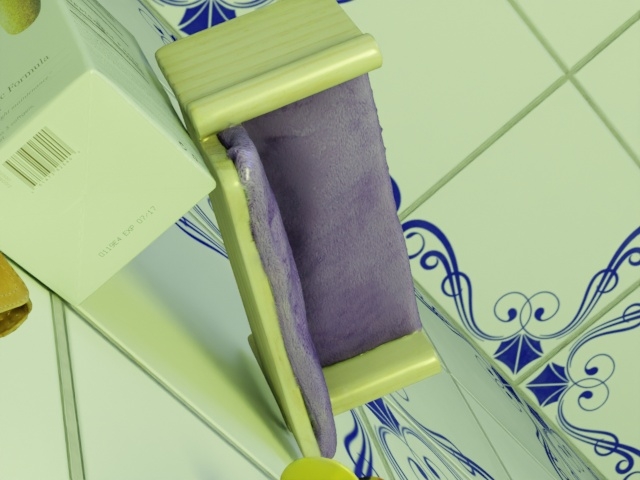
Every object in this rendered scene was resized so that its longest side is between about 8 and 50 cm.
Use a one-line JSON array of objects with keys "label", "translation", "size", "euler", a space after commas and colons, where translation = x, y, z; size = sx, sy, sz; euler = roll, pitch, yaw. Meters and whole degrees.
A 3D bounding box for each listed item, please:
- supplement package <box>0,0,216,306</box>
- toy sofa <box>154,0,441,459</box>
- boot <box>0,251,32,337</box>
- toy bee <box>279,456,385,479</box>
[{"label": "supplement package", "translation": [-0.197, -0.095, 1.003], "size": [0.134, 0.139, 0.244], "euler": [44, 8, -39]}, {"label": "toy sofa", "translation": [0.000, 0.000, 1.111], "size": [0.177, 0.150, 0.362], "euler": [-122, -167, -47]}, {"label": "boot", "translation": [-0.236, -0.037, 0.639], "size": [0.211, 0.104, 0.295], "euler": [51, 4, 11]}, {"label": "toy bee", "translation": [0.065, 0.226, 0.857], "size": [0.195, 0.162, 0.298], "euler": [46, 8, -37]}]
